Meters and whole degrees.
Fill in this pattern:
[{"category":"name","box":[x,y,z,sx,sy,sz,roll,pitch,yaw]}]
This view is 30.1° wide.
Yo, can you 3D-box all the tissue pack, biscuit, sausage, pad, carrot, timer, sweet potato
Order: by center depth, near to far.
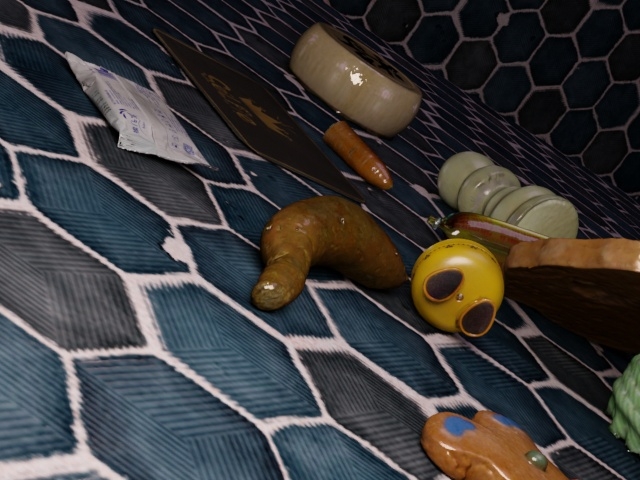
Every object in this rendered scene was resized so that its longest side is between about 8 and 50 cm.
[{"category":"biscuit","box":[0.237,0.256,1.022,0.324,0.049,0.205,45,17,25]},{"category":"sweet potato","box":[0.004,0.007,1.199,0.108,0.079,0.346,53,22,14]},{"category":"tissue pack","box":[-0.197,-0.138,1.291,0.122,0.026,0.193,21,21,-42]},{"category":"timer","box":[0.152,0.048,1.342,0.107,0.107,0.109,33,18,-11]},{"category":"biscuit","box":[0.422,0.078,1.569,0.365,0.062,0.385,24,-14,-21]},{"category":"pad","box":[-0.098,-0.211,1.660,0.315,0.063,0.375,21,20,-43]},{"category":"sausage","box":[0.325,0.030,1.741,0.371,0.082,0.082,19,18,-9]},{"category":"carrot","box":[0.061,-0.123,1.770,0.048,0.048,0.139,15,27,-53]}]

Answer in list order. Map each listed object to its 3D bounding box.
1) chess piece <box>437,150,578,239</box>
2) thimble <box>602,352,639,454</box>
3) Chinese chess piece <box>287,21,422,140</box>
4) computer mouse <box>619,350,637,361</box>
[{"category":"chess piece","box":[0.283,-0.063,1.924,0.144,0.144,0.251,23,15,-40]},{"category":"thimble","box":[0.462,0.213,1.429,0.219,0.150,0.219,31,18,-11]},{"category":"Chinese chess piece","box":[0.064,-0.294,2.180,0.257,0.104,0.257,33,15,-10]},{"category":"computer mouse","box":[0.512,0.160,1.856,0.231,0.071,0.126,33,27,-22]}]
